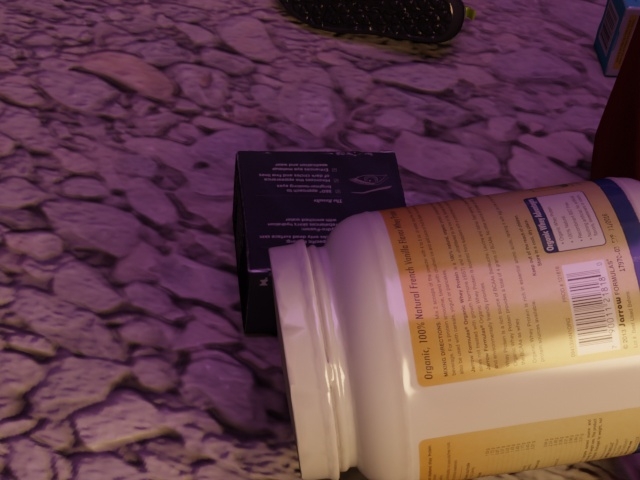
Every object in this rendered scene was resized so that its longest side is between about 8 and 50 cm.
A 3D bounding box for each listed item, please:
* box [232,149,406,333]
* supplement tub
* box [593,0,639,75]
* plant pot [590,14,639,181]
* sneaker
[{"bbox_3d":[0.000,0.000,1.308,0.156,0.093,0.158,0,47,-9],"label":"box"},{"bbox_3d":[0.125,0.078,1.137,0.316,0.228,0.228,-8,49,-3],"label":"supplement tub"},{"bbox_3d":[0.447,-0.241,1.591,0.244,0.100,0.060,0,47,-8],"label":"box"},{"bbox_3d":[0.387,-0.042,1.308,0.267,0.267,0.235,17,60,8],"label":"plant pot"},{"bbox_3d":[0.061,-0.278,1.602,0.235,0.084,0.097,18,24,7],"label":"sneaker"}]
